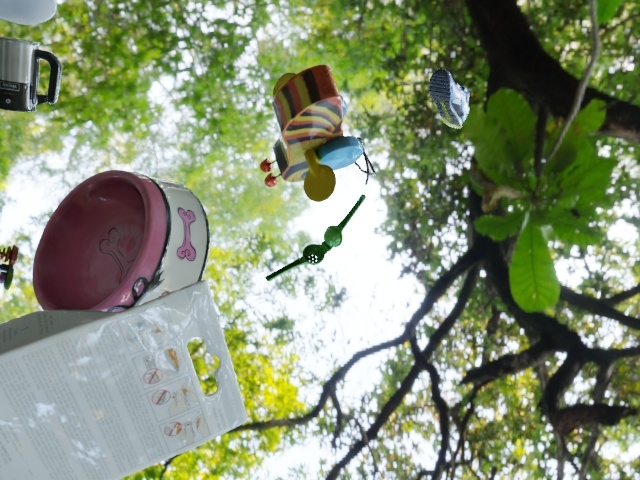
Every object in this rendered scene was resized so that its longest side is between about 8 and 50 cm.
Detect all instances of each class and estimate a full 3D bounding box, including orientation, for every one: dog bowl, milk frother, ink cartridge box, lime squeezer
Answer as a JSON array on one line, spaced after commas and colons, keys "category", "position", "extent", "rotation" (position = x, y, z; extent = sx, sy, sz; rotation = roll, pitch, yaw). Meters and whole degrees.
[{"category": "dog bowl", "position": [-0.441, 0.029, 1.471], "extent": [0.408, 0.150, 0.408], "rotation": [-13, -117, 28]}, {"category": "milk frother", "position": [-0.584, -0.330, 1.368], "extent": [0.129, 0.134, 0.143], "rotation": [3, -163, -27]}, {"category": "ink cartridge box", "position": [-0.332, 0.229, 1.067], "extent": [0.385, 0.308, 0.091], "rotation": [-21, -147, -16]}, {"category": "lime squeezer", "position": [0.000, 0.000, 1.683], "extent": [0.310, 0.110, 0.059], "rotation": [-40, -127, 6]}]

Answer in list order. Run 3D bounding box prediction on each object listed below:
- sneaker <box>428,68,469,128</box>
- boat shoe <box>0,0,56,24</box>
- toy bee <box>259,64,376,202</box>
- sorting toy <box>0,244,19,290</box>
[{"category": "sneaker", "position": [0.253, -0.284, 1.336], "extent": [0.053, 0.144, 0.059], "rotation": [27, -109, 38]}, {"category": "boat shoe", "position": [-0.588, -0.423, 1.206], "extent": [0.228, 0.080, 0.076], "rotation": [-13, -151, -34]}, {"category": "toy bee", "position": [-0.019, -0.128, 1.003], "extent": [0.162, 0.298, 0.195], "rotation": [-22, -131, 7]}, {"category": "sorting toy", "position": [-0.697, 0.057, 1.516], "extent": [0.042, 0.061, 0.102], "rotation": [15, -106, -30]}]
